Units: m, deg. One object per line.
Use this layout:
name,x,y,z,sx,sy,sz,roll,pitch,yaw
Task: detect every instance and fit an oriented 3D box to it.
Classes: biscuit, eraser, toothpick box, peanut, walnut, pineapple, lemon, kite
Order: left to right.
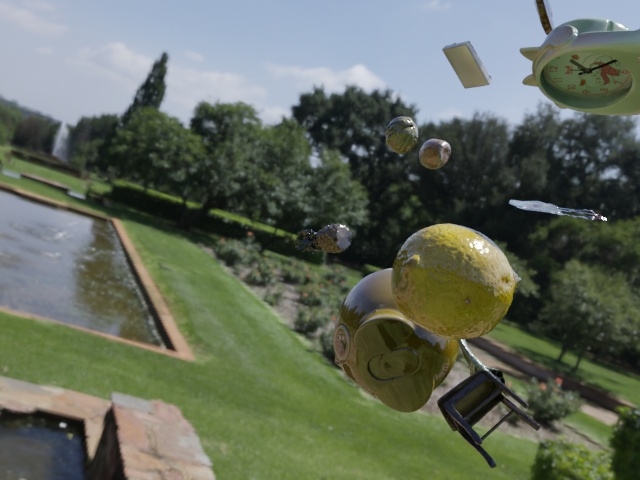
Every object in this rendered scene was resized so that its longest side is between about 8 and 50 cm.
pineapple,0.000,0.000,1.817,0.074,0.074,0.159,17,-16,-40
toothpick box,0.238,0.309,2.455,0.409,0.408,0.425,19,19,1
walnut,0.192,-0.249,1.806,0.092,0.092,0.092,19,2,-1
peanut,0.283,-0.214,1.895,0.076,0.076,0.152,19,4,-4
lemon,0.254,0.078,1.512,0.254,0.228,0.228,27,-2,-25
eraser,0.438,-0.523,2.282,0.104,0.023,0.150,5,-41,55
biscuit,0.653,-0.710,2.264,0.039,0.236,0.180,-16,-38,23
kite,0.614,-0.081,1.994,0.245,0.015,0.141,9,16,1

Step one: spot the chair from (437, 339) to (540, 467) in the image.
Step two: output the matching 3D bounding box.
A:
chair,0.376,0.381,1.918,0.319,0.186,0.160,46,-8,47

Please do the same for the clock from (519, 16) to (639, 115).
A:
clock,0.641,-0.418,1.816,0.324,0.108,0.265,9,-24,21
